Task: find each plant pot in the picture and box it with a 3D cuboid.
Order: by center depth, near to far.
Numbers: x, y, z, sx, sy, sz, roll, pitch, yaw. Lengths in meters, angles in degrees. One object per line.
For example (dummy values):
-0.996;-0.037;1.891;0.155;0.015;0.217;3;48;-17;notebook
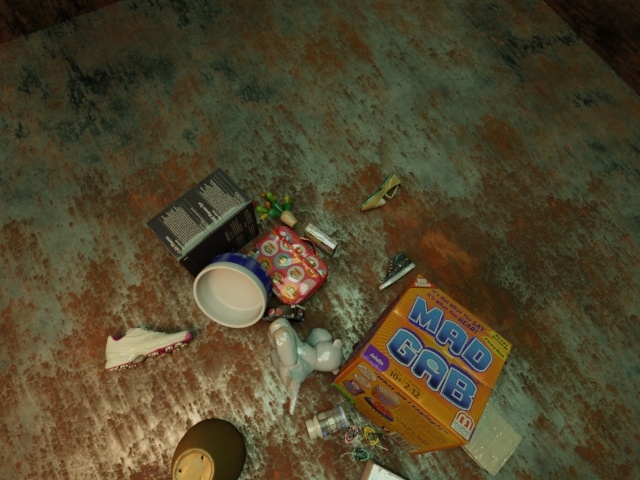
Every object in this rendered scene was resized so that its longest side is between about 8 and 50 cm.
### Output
-0.365;0.696;1.255;0.237;0.254;0.237;1;70;-4;plant pot

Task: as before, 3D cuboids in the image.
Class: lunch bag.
-0.116;0.095;1.560;0.293;0.120;0.258;44;70;11;lunch bag

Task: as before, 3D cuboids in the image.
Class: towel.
0.562;0.660;1.419;0.187;0.049;0.282;-39;84;-16;towel

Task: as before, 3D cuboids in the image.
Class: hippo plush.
-0.040;0.377;1.384;0.236;0.234;0.294;-10;28;-19;hippo plush

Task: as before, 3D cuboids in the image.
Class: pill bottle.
0.021;0.634;1.391;0.137;0.078;0.078;-19;73;-9;pill bottle

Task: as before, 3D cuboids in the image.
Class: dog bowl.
-0.310;0.178;1.436;0.265;0.265;0.104;17;31;3;dog bowl

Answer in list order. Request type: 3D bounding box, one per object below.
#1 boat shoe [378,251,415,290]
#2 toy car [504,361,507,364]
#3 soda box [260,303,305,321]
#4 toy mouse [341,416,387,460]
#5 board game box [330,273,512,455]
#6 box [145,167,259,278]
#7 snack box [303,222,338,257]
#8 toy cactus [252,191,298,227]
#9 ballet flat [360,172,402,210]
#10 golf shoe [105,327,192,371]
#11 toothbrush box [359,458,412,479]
0.286;0.123;1.599;0.183;0.065;0.083;-33;73;-19;boat shoe
0.650;0.436;1.531;0.122;0.060;0.040;48;118;29;toy car
-0.138;0.270;1.472;0.169;0.060;0.053;-10;63;36;soda box
0.127;0.706;1.395;0.143;0.031;0.161;-34;74;-16;toy mouse
0.309;0.407;1.299;0.356;0.356;0.356;38;57;10;board game box
-0.408;-0.042;1.465;0.179;0.343;0.312;44;73;10;box
0.000;0.000;1.602;0.141;0.100;0.037;36;72;10;snack box
-0.170;-0.115;1.600;0.180;0.219;0.112;44;111;15;toy cactus
0.265;-0.194;1.702;0.073;0.080;0.232;44;75;-4;ballet flat
-0.621;0.361;1.435;0.306;0.115;0.140;-17;69;-10;golf shoe
0.253;0.885;1.292;0.295;0.126;0.216;26;71;7;toothbrush box
